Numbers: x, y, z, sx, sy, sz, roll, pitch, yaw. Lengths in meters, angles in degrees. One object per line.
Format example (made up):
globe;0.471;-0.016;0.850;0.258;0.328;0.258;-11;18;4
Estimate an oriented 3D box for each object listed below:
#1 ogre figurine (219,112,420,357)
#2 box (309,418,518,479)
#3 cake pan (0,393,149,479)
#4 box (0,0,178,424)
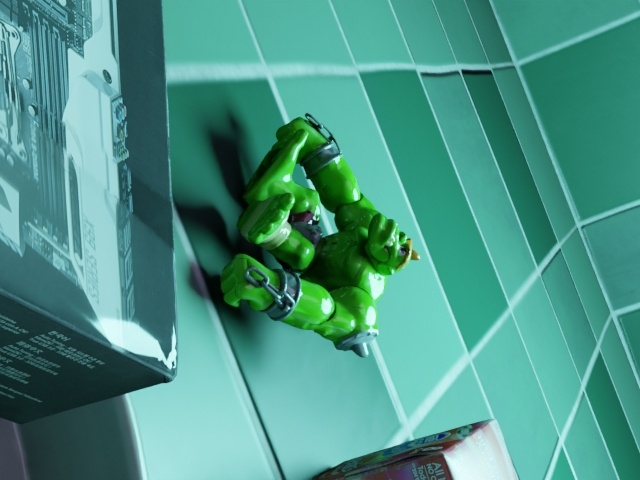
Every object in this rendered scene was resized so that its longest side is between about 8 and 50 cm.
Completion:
ogre figurine;0.000;0.000;0.780;0.118;0.097;0.197;40;15;-19
box;0.081;0.254;0.685;0.128;0.123;0.256;-1;72;-67
cake pan;-0.160;0.073;0.364;0.293;0.054;0.293;51;27;-39
box;-0.159;-0.103;0.330;0.307;0.077;0.242;41;37;-54
